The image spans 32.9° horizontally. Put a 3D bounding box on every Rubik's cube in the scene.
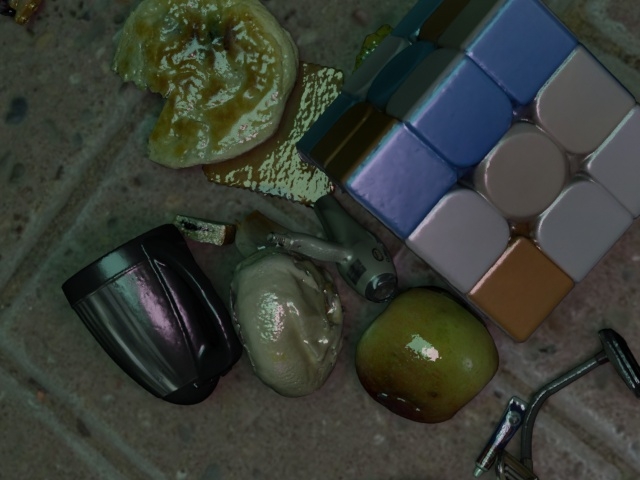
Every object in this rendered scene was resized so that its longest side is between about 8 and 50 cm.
[{"bbox_3d":[0.219,-0.125,1.511,0.347,0.346,0.344,39,94,-19],"label":"Rubik's cube"}]

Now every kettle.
[{"bbox_3d":[-0.236,0.126,1.707,0.251,0.207,0.271,-30,90,16],"label":"kettle"}]

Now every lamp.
[{"bbox_3d":[0.351,0.250,1.580,0.283,0.203,0.124,-46,62,6],"label":"lamp"}]

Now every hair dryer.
[{"bbox_3d":[0.007,-0.010,1.667,0.225,0.219,0.088,25,113,-22],"label":"hair dryer"}]

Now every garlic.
[{"bbox_3d":[-0.077,0.007,1.751,0.152,0.066,0.084,27,88,15],"label":"garlic"}]

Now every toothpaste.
[{"bbox_3d":[0.276,0.306,1.674,0.037,0.021,0.140,33,88,4],"label":"toothpaste"}]

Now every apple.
[{"bbox_3d":[0.160,0.178,1.642,0.188,0.174,0.207,40,108,15],"label":"apple"}]

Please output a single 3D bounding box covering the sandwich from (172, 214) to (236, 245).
[{"bbox_3d":[-0.196,-0.018,1.765,0.105,0.093,0.036,11,93,14],"label":"sandwich"}]

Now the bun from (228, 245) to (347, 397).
[{"bbox_3d":[-0.036,0.118,1.648,0.141,0.239,0.239,-14,81,20],"label":"bun"}]

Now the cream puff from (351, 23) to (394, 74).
[{"bbox_3d":[0.120,-0.278,1.715,0.121,0.156,0.156,-39,76,-27],"label":"cream puff"}]

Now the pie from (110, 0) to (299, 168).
[{"bbox_3d":[-0.193,-0.280,1.792,0.337,0.075,0.337,-2,84,15],"label":"pie"}]

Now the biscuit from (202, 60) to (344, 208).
[{"bbox_3d":[-0.065,-0.187,1.797,0.232,0.013,0.237,15,88,13],"label":"biscuit"}]

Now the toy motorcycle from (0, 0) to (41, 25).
[{"bbox_3d":[-0.472,-0.470,1.868,0.130,0.094,0.229,40,97,11],"label":"toy motorcycle"}]
